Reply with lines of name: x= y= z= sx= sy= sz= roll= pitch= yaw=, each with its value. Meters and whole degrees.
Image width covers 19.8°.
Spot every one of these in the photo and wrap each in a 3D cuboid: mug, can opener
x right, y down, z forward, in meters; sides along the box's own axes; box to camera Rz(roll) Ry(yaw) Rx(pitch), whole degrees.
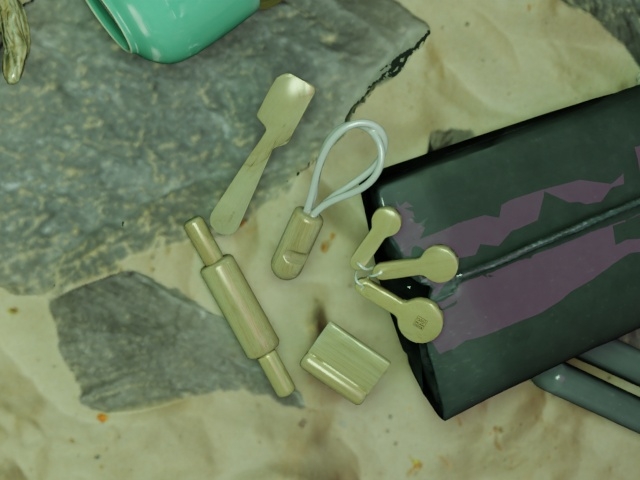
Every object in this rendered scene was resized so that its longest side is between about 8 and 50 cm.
mug: x=-0.128 y=-0.200 z=1.341 sx=0.097 sy=0.158 sz=0.129 roll=-37 pitch=137 yaw=-10
can opener: x=0.322 y=0.151 z=1.620 sx=0.283 sy=0.095 sz=0.076 roll=25 pitch=90 yaw=-26

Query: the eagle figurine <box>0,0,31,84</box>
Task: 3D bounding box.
eagle figurine: x=-0.205 y=-0.297 z=1.198 sx=0.225 sy=0.226 sz=0.298 roll=-32 pitch=153 yaw=-30

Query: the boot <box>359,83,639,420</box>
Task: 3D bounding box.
boot: x=0.288 y=0.049 z=1.510 sx=0.445 sy=0.146 sz=0.367 roll=-19 pitch=85 yaw=-16

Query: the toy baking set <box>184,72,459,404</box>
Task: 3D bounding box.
toy baking set: x=-0.005 y=0.004 z=1.427 sx=0.196 sy=0.030 sz=0.256 roll=-29 pitch=99 yaw=20

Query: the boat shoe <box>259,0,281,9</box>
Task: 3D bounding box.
boat shoe: x=-0.031 y=-0.254 z=1.412 sx=0.056 sy=0.048 sz=0.153 roll=9 pitch=104 yaw=-37

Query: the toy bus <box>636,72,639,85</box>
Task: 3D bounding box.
toy bus: x=0.360 y=-0.237 z=1.549 sx=0.202 sy=0.191 sz=0.104 roll=-13 pitch=63 yaw=-22
